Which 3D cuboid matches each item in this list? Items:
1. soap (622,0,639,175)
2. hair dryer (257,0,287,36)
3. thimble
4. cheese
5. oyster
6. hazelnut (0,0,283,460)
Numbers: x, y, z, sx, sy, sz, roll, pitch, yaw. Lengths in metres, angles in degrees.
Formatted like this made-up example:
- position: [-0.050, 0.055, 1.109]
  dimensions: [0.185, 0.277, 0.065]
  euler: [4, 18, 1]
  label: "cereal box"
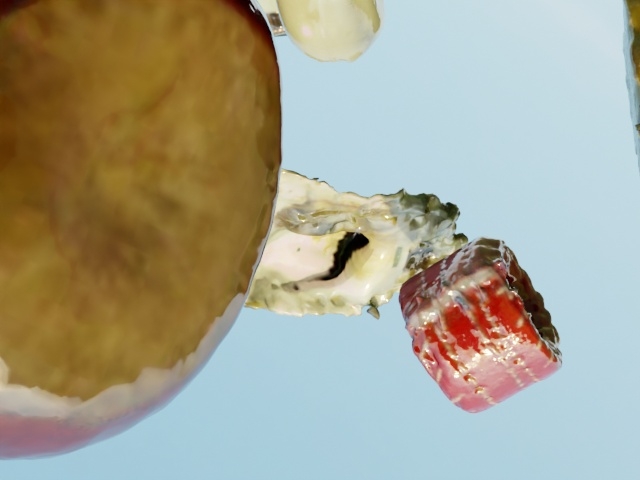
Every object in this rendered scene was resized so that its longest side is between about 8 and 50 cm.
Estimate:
- position: [0.446, -0.145, 1.684]
  dimensions: [0.143, 0.281, 0.259]
  euler: [73, -165, -61]
  label: "soap"
- position: [-0.060, -0.351, 1.626]
  dimensions: [0.203, 0.128, 0.362]
  euler: [-21, -78, -53]
  label: "hair dryer"
- position: [0.170, 0.087, 1.792]
  dimensions: [0.163, 0.125, 0.189]
  euler: [61, -168, 4]
  label: "thimble"
- position: [-0.003, -0.239, 1.154]
  dimensions: [0.249, 0.071, 0.163]
  euler: [71, -161, -60]
  label: "cheese"
- position: [-0.002, 0.001, 1.918]
  dimensions: [0.355, 0.201, 0.107]
  euler: [9, -149, -31]
  label: "oyster"
- position: [-0.219, -0.056, 1.180]
  dimensions: [0.359, 0.359, 0.409]
  euler: [25, -107, -24]
  label: "hazelnut"
